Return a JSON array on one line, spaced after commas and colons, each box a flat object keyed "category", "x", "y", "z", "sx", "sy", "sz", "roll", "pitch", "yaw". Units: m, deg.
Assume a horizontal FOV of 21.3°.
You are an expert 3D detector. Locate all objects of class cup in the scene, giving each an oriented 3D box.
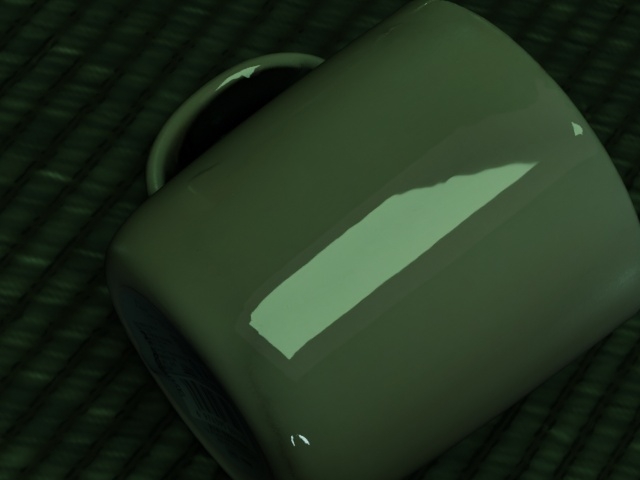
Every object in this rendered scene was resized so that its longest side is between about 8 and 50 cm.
[{"category": "cup", "x": 0.000, "y": 0.000, "z": 0.838, "sx": 0.200, "sy": 0.191, "sz": 0.253, "roll": -35, "pitch": 51, "yaw": -17}]
